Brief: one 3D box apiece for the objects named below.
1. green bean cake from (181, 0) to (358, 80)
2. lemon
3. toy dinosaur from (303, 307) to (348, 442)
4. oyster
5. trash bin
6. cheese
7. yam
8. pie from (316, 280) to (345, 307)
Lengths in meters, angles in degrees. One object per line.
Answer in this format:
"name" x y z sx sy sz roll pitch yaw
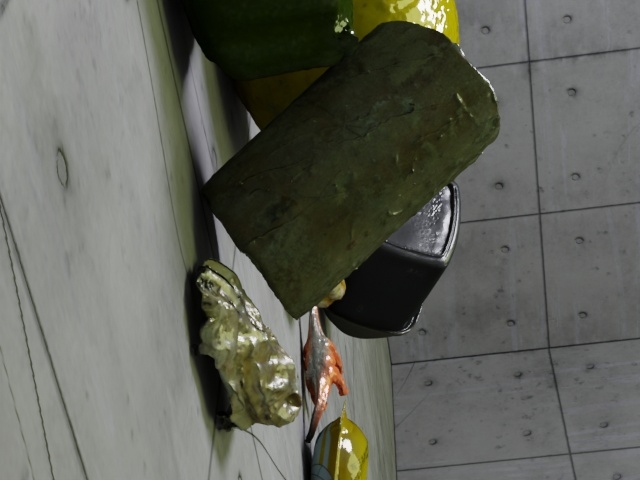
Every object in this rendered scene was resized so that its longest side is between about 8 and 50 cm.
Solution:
"green bean cake" -0.058 -0.292 1.266 0.247 0.156 0.249 -91 173 -57
"lemon" 0.026 -0.220 1.544 0.322 0.268 0.268 76 9 -62
"toy dinosaur" 0.003 0.163 1.965 0.279 0.055 0.101 -91 167 -49
"oyster" -0.062 0.099 1.224 0.133 0.072 0.209 -94 173 -57
"trash bin" 0.108 0.022 2.287 0.290 0.182 0.209 121 -15 -57
"cheese" 0.024 0.345 1.890 0.177 0.069 0.270 -72 164 -68
"yam" 0.023 -0.067 1.296 0.161 0.268 0.161 45 -8 9
"pie" -0.010 -0.014 1.870 0.179 0.084 0.205 -69 149 -79
